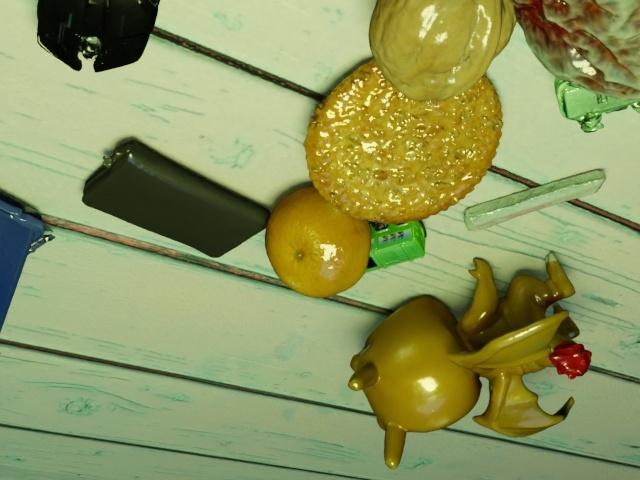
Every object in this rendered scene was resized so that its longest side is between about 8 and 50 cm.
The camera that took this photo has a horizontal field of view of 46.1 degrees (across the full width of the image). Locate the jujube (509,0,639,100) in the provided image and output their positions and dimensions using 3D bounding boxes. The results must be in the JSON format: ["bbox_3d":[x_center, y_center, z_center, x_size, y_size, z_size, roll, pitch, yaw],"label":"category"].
[{"bbox_3d":[0.235,-0.254,0.609,0.226,0.226,0.317,-27,142,30],"label":"jujube"}]

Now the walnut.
[{"bbox_3d":[0.122,-0.222,0.760,0.166,0.149,0.167,-28,156,-14],"label":"walnut"}]

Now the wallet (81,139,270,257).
[{"bbox_3d":[-0.205,-0.051,1.053,0.250,0.044,0.149,25,140,-34],"label":"wallet"}]

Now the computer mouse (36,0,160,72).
[{"bbox_3d":[-0.220,-0.251,0.744,0.146,0.078,0.242,11,142,-16],"label":"computer mouse"}]

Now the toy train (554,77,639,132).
[{"bbox_3d":[0.349,-0.194,0.873,0.149,0.081,0.099,-12,144,21],"label":"toy train"}]

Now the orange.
[{"bbox_3d":[0.000,0.000,1.058,0.159,0.159,0.136,-31,179,33],"label":"orange"}]

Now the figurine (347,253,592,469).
[{"bbox_3d":[0.243,0.186,1.230,0.386,0.268,0.401,-23,153,4],"label":"figurine"}]

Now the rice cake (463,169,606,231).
[{"bbox_3d":[0.309,-0.058,1.091,0.207,0.033,0.033,-18,132,18],"label":"rice cake"}]

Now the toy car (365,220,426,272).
[{"bbox_3d":[0.079,0.009,1.139,0.165,0.063,0.071,-16,143,18],"label":"toy car"}]

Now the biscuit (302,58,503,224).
[{"bbox_3d":[0.107,-0.119,0.935,0.253,0.035,0.254,-6,130,-8],"label":"biscuit"}]

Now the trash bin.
[{"bbox_3d":[-0.477,0.050,1.005,0.162,0.235,0.184,-28,137,30],"label":"trash bin"}]
